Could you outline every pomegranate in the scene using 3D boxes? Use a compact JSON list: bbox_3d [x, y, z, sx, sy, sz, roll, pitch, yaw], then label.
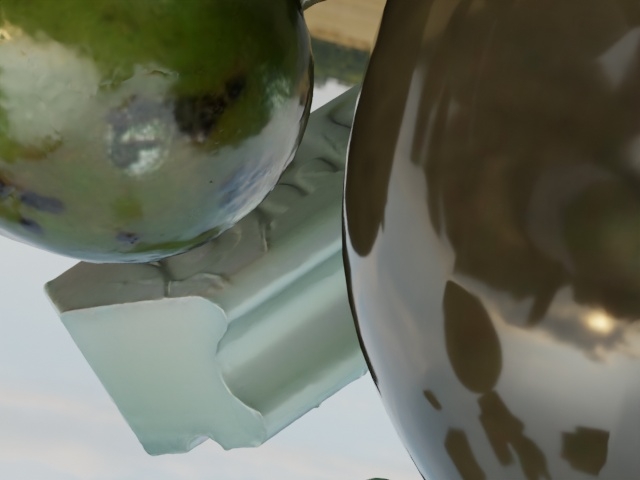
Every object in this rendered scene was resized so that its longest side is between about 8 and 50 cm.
[{"bbox_3d":[-0.050,-0.074,0.507,0.220,0.156,0.156,-15,-157,-30],"label":"pomegranate"}]

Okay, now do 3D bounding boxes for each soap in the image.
[{"bbox_3d":[0.000,0.000,0.822,0.289,0.095,0.173,-33,-158,-10],"label":"soap"}]

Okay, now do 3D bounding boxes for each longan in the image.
[{"bbox_3d":[0.110,-0.022,0.388,0.248,0.248,0.248,14,-172,-2],"label":"longan"}]

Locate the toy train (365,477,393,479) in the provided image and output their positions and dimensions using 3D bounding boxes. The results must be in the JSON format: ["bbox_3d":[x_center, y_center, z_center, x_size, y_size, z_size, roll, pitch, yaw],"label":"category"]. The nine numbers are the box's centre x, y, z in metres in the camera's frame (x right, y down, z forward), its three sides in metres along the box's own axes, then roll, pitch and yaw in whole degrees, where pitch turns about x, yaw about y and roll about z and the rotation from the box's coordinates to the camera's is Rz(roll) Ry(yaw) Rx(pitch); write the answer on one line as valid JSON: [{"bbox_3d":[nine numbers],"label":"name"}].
[{"bbox_3d":[0.008,0.280,0.876,0.120,0.194,0.298,-21,-157,46],"label":"toy train"}]
